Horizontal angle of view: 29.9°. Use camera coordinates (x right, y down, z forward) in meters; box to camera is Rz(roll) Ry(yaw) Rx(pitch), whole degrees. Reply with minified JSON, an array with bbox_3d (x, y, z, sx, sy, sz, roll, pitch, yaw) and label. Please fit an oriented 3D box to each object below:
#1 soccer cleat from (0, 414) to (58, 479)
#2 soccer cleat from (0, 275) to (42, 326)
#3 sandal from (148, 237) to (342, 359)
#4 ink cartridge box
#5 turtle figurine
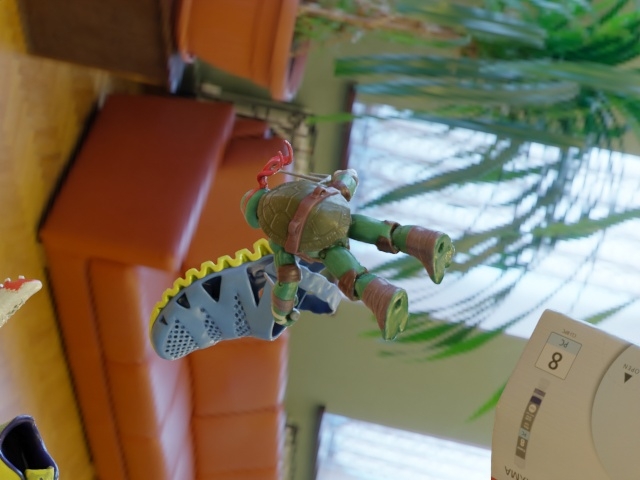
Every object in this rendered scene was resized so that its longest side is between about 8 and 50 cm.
[{"bbox_3d":[-0.382,0.363,1.582,0.121,0.093,0.289,-47,-126,28],"label":"soccer cleat"},{"bbox_3d":[-0.262,0.056,0.977,0.029,0.083,0.036,39,31,-65],"label":"soccer cleat"},{"bbox_3d":[-0.097,0.086,1.694,0.138,0.317,0.126,62,4,30],"label":"sandal"},{"bbox_3d":[0.319,0.306,1.426,0.091,0.308,0.385,32,84,-44],"label":"ink cartridge box"},{"bbox_3d":[0.000,0.000,1.148,0.175,0.234,0.118,-60,148,-9],"label":"turtle figurine"}]
